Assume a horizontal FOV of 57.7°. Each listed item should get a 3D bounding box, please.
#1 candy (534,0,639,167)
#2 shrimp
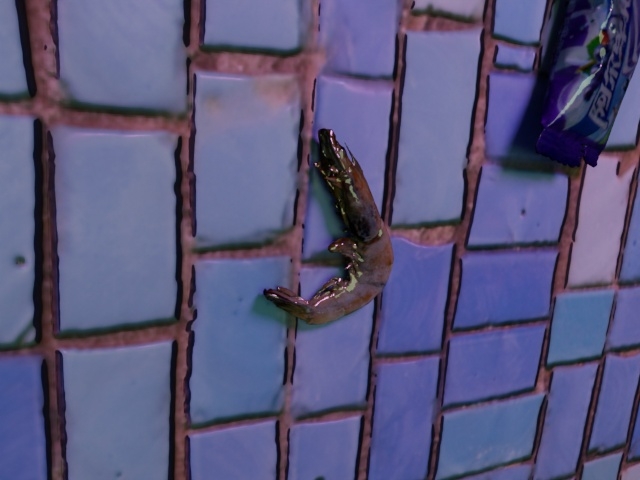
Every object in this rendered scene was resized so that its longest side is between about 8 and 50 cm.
[{"bbox_3d":[0.316,-0.221,0.667,0.145,0.070,0.275,7,98,-38],"label":"candy"},{"bbox_3d":[-0.002,-0.001,0.575,0.148,0.035,0.195,-30,116,-16],"label":"shrimp"}]
